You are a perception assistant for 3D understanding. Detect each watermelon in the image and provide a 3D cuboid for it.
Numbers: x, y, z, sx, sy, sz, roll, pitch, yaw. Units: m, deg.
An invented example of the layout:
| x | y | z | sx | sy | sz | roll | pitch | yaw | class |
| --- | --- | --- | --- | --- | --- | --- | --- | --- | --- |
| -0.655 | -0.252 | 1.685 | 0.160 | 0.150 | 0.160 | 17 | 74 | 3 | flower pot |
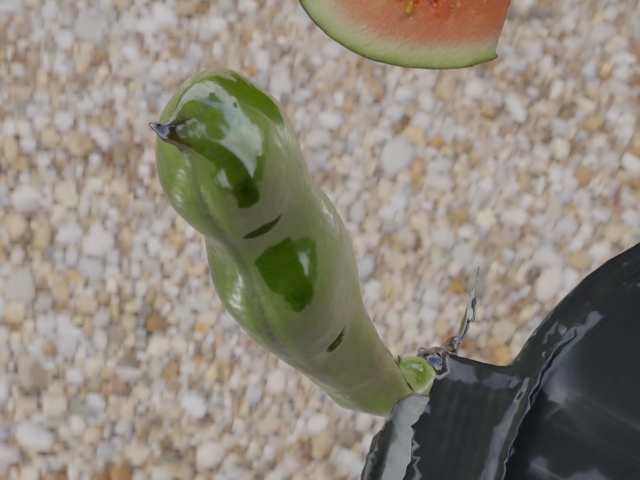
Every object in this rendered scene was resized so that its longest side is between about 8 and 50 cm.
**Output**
| x | y | z | sx | sy | sz | roll | pitch | yaw | class |
| --- | --- | --- | --- | --- | --- | --- | --- | --- | --- |
| 0.052 | -0.131 | 0.797 | 0.135 | 0.094 | 0.125 | 51 | 48 | -32 | watermelon |

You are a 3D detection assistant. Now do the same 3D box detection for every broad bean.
| x | y | z | sx | sy | sz | roll | pitch | yaw | class |
| --- | --- | --- | --- | --- | --- | --- | --- | --- | --- |
| -0.002 | 0.011 | 0.825 | 0.056 | 0.318 | 0.098 | 3 | 74 | 24 | broad bean |

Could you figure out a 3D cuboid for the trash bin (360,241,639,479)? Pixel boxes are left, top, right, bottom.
| x | y | z | sx | sy | sz | roll | pitch | yaw | class |
| --- | --- | --- | --- | --- | --- | --- | --- | --- | --- |
| 0.131 | 0.142 | 0.592 | 0.252 | 0.301 | 0.203 | 9 | 63 | 4 | trash bin |
